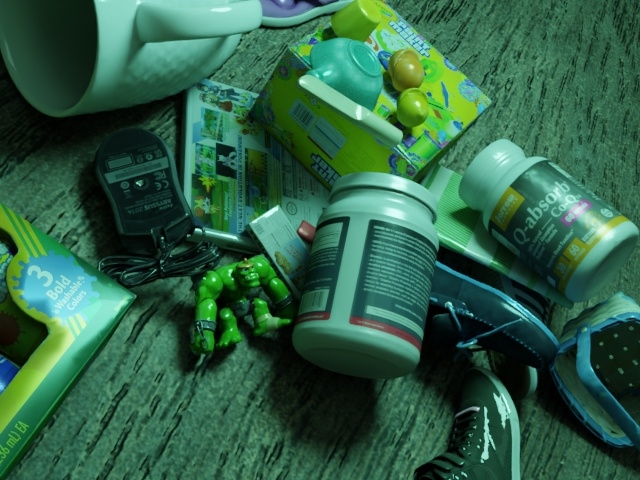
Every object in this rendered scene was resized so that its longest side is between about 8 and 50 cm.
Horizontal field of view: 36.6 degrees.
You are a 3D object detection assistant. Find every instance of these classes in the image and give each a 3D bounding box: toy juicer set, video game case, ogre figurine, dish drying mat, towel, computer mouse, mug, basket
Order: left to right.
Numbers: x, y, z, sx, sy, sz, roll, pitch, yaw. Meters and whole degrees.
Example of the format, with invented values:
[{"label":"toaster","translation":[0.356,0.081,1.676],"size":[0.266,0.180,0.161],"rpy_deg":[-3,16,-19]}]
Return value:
[{"label":"computer mouse","translation":[-0.264,-0.044,1.438],"size":[0.188,0.072,0.272],"rpy_deg":[-13,62,-9]},{"label":"mug","translation":[-0.257,-0.343,1.484],"size":[0.328,0.374,0.276],"rpy_deg":[-19,113,-45]},{"label":"ogre figurine","translation":[-0.120,0.089,1.425],"size":[0.197,0.097,0.118],"rpy_deg":[-19,86,-23]},{"label":"video game case","translation":[-0.091,-0.112,1.625],"size":[0.300,0.036,0.329],"rpy_deg":[13,53,-23]},{"label":"dish drying mat","translation":[0.000,0.000,1.568],"size":[0.083,0.008,0.032],"rpy_deg":[34,48,-7]},{"label":"toy juicer set","translation":[0.067,-0.229,1.486],"size":[0.209,0.089,0.329],"rpy_deg":[42,37,-13]},{"label":"towel","translation":[0.310,-0.013,1.717],"size":[0.325,0.038,0.248],"rpy_deg":[27,33,5]},{"label":"basket","translation":[0.501,0.241,1.581],"size":[0.255,0.201,0.289],"rpy_deg":[51,20,-9]}]

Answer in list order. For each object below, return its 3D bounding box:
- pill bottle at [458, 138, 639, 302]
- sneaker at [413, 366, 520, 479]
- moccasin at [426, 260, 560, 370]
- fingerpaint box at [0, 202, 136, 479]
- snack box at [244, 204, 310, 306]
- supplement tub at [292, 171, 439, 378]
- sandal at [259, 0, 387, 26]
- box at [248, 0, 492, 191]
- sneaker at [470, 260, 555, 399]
[{"label":"pill bottle","translation":[0.373,-0.039,1.612],"size":[0.162,0.162,0.278],"rpy_deg":[-23,54,-40]},{"label":"sneaker","translation":[0.213,0.314,1.445],"size":[0.147,0.104,0.296],"rpy_deg":[17,55,-26]},{"label":"moccasin","translation":[0.211,0.127,1.550],"size":[0.342,0.138,0.117],"rpy_deg":[27,65,29]},{"label":"fingerpaint box","translation":[-0.492,0.138,1.110],"size":[0.371,0.163,0.445],"rpy_deg":[35,46,-4]},{"label":"snack box","translation":[-0.044,0.035,1.517],"size":[0.064,0.022,0.178],"rpy_deg":[-34,93,-32]},{"label":"supplement tub","translation":[0.073,0.055,1.449],"size":[0.191,0.191,0.272],"rpy_deg":[20,68,-18]},{"label":"sandal","translation":[-0.017,-0.530,1.927],"size":[0.416,0.102,0.169],"rpy_deg":[-19,69,-39]},{"label":"box","translation":[0.090,-0.231,1.671],"size":[0.290,0.177,0.279],"rpy_deg":[44,48,5]},{"label":"sneaker","translation":[0.364,0.146,1.666],"size":[0.153,0.099,0.282],"rpy_deg":[9,51,-24]}]
